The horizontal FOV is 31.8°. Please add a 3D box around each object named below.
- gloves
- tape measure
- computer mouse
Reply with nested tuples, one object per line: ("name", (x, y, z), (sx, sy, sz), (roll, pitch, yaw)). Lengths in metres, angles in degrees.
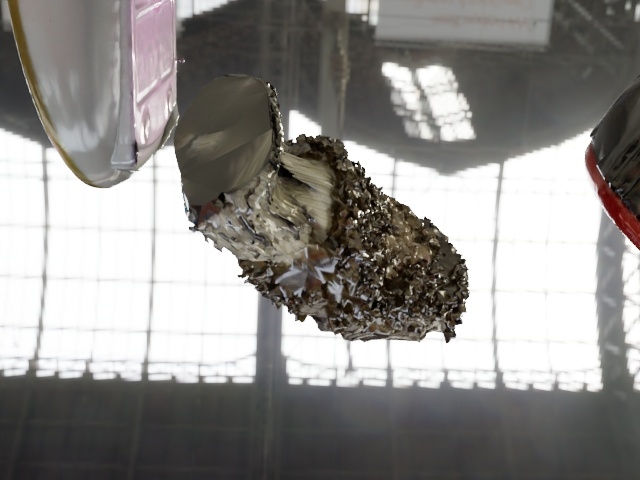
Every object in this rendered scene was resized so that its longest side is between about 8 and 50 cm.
("gloves", (0.003, -0.007, 0.934), (0.312, 0.135, 0.210), (37, -174, -32))
("tape measure", (0.323, -0.026, 0.836), (0.253, 0.114, 0.260), (48, -152, 22))
("computer mouse", (-0.114, -0.183, 0.569), (0.071, 0.311, 0.158), (4, -160, 3))
